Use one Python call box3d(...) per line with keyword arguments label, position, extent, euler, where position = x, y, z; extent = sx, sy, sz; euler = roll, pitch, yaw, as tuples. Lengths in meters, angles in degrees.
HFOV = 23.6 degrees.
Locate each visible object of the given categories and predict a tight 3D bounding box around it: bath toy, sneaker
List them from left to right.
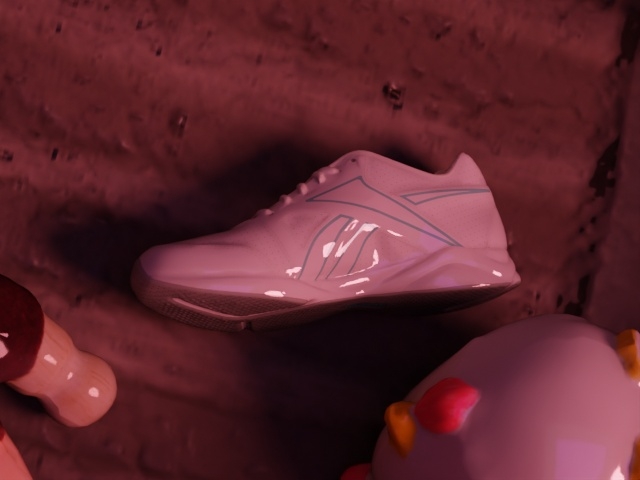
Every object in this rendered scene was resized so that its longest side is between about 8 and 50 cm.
box3d(label="sneaker", position=(0.000, 0.000, 0.581), extent=(0.152, 0.053, 0.061), euler=(-4, 77, -22))
box3d(label="bath toy", position=(0.056, 0.175, 0.481), extent=(0.129, 0.151, 0.348), euler=(-13, 49, 20))

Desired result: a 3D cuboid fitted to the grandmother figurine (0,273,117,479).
box3d(label="grandmother figurine", position=(-0.129, 0.076, 0.479), extent=(0.104, 0.208, 0.342), euler=(-24, 101, 25))
